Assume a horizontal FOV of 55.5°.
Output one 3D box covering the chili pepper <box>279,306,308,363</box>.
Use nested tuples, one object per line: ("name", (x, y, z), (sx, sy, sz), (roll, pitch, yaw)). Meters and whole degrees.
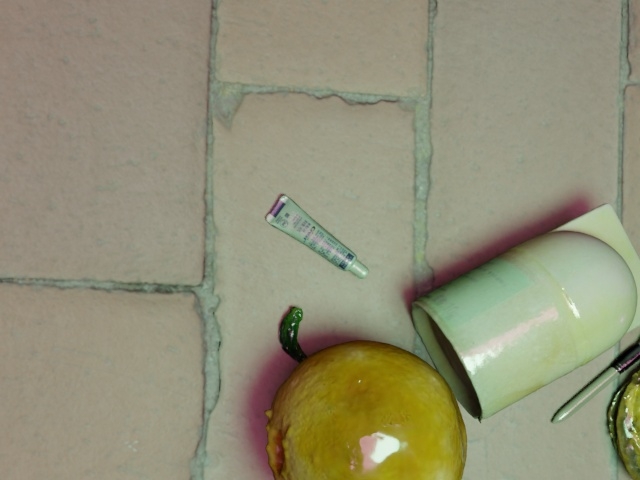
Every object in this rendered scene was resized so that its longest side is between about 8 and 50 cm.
("chili pepper", (-0.049, 0.182, 1.121), (0.056, 0.035, 0.117), (-13, 86, 10))

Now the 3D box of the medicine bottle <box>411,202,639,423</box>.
("medicine bottle", (0.391, 0.118, 1.074), (0.406, 0.236, 0.235), (-27, 92, -7))

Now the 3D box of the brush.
("brush", (0.567, 0.262, 1.195), (0.299, 0.039, 0.042), (-36, 131, -4))

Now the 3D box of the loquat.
("loquat", (0.073, 0.323, 0.995), (0.329, 0.328, 0.328), (0, 88, -7))

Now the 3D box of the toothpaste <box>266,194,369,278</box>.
("toothpaste", (0.000, 0.000, 1.132), (0.216, 0.037, 0.062), (36, 85, -1))

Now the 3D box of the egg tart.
("egg tart", (0.712, 0.359, 1.168), (0.297, 0.132, 0.296), (1, 84, -11))
